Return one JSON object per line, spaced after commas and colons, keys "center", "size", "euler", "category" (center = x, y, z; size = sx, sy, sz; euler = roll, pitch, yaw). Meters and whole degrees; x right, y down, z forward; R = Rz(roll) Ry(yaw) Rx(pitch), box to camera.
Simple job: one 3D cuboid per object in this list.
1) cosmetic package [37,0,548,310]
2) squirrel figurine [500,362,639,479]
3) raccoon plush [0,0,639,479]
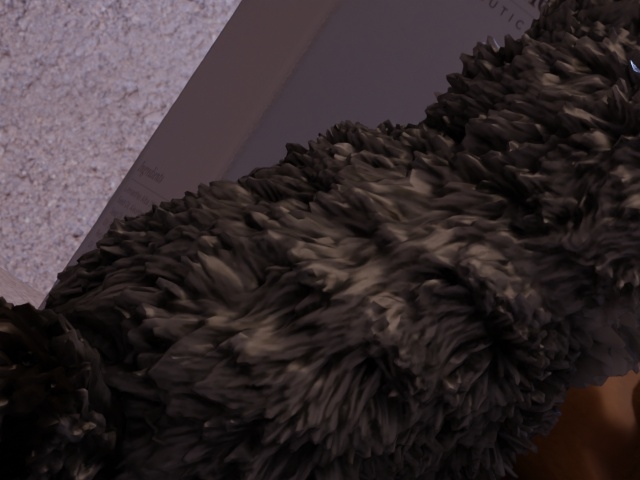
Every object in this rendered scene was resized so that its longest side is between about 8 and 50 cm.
{"center": [0.000, 0.000, 1.200], "size": [0.230, 0.453, 0.161], "euler": [34, -3, -23], "category": "cosmetic package"}
{"center": [0.266, 0.115, 0.909], "size": [0.370, 0.397, 0.281], "euler": [-12, -46, 48], "category": "squirrel figurine"}
{"center": [0.025, 0.015, 0.723], "size": [0.216, 0.299, 0.446], "euler": [48, 17, 15], "category": "raccoon plush"}
